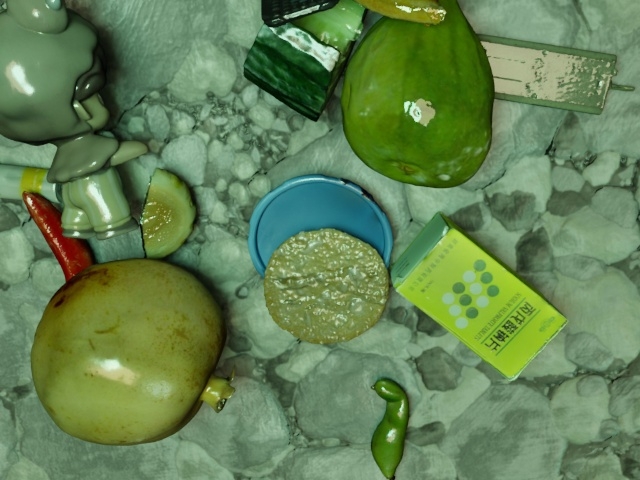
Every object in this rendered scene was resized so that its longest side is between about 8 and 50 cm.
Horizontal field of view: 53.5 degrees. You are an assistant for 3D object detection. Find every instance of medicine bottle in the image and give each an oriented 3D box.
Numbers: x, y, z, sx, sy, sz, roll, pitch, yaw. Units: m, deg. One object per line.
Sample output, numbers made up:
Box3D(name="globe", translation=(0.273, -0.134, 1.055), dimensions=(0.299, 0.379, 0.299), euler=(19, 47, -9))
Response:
Box3D(name="medicine bottle", translation=(0.246, 0.087, 1.022), dimensions=(0.250, 0.141, 0.137), euler=(38, 100, -7))

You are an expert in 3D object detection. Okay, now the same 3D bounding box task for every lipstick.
Box3D(name="lipstick", translation=(-0.560, -0.102, 1.063), dimensions=(0.264, 0.059, 0.059), euler=(5, 105, 2))

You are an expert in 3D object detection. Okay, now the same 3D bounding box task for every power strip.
Box3D(name="power strip", translation=(0.349, -0.252, 0.976), dimensions=(0.268, 0.034, 0.092), euler=(9, 105, 1))

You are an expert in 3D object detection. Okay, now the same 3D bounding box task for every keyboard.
Box3D(name="keyboard", translation=(-0.033, -0.358, 0.867), dimensions=(0.106, 0.262, 0.016), euler=(-16, 130, 9))

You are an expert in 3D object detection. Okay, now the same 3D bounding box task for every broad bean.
Box3D(name="broad bean", translation=(0.125, 0.346, 1.144), dimensions=(0.070, 0.048, 0.213), euler=(-3, 105, 1))

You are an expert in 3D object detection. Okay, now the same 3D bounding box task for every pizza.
Box3D(name="pizza", translation=(0.101, -0.338, 0.850), dimensions=(0.178, 0.131, 0.041), euler=(23, 140, 19))

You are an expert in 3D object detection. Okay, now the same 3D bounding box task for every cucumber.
Box3D(name="cucumber", translation=(-0.013, -0.279, 0.928), dimensions=(0.130, 0.191, 0.191), euler=(34, 104, -6))

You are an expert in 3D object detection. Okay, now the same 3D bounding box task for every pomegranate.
Box3D(name="pomegranate", translation=(-0.284, 0.182, 1.006), dimensions=(0.319, 0.319, 0.319), euler=(1, 105, 3))

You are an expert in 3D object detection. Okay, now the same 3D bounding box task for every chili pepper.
Box3D(name="chili pepper", translation=(-0.423, 0.031, 1.077), dimensions=(0.063, 0.071, 0.272), euler=(-16, 113, 4))

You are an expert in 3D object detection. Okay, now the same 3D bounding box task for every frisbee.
Box3D(name="frisbee", translation=(0.000, 0.000, 1.057), dimensions=(0.242, 0.045, 0.242), euler=(3, 115, 6))

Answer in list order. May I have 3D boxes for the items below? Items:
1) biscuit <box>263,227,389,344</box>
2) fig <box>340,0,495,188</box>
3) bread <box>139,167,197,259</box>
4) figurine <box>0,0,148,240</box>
Box3D(name="biscuit", translation=(0.008, 0.079, 1.055), dimensions=(0.220, 0.033, 0.219), euler=(2, 115, 4))
Box3D(name="fig", translation=(0.139, -0.230, 0.938), dimensions=(0.233, 0.314, 0.233), euler=(-1, 147, -1))
Box3D(name="bread", translation=(-0.251, -0.047, 1.044), dimensions=(0.094, 0.083, 0.157), euler=(-5, 115, -1))
Box3D(name="figurine", translation=(-0.394, -0.181, 0.952), dimensions=(0.203, 0.248, 0.380), euler=(-29, 111, -31))
